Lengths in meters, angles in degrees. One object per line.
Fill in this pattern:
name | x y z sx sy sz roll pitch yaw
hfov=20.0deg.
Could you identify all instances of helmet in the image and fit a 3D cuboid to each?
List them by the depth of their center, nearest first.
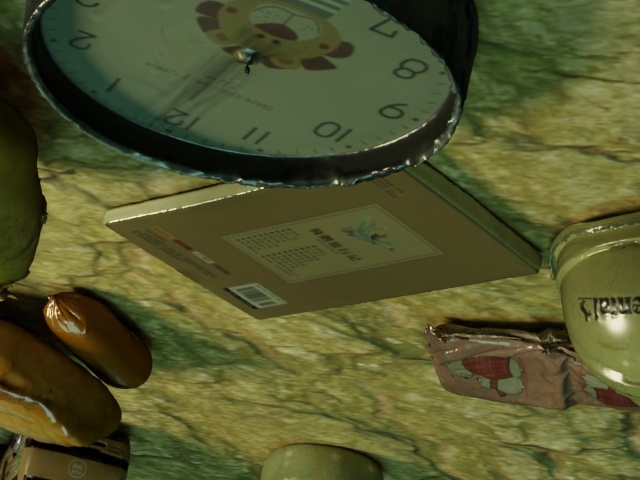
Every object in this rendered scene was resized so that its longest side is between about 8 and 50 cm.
helmet | 0.296 0.067 1.432 0.257 0.137 0.204 -17 145 43

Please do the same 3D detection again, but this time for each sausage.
sausage | -0.213 0.101 1.775 0.062 0.054 0.183 -30 146 2

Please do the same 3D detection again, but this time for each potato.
potato | -0.297 -0.062 1.345 0.173 0.140 0.300 7 152 24

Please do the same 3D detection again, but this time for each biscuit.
biscuit | -0.339 0.131 1.814 0.274 0.091 0.213 9 152 35

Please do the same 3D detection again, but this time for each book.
book | 0.000 0.000 1.525 0.310 0.021 0.217 -11 148 37

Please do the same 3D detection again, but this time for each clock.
clock | -0.050 -0.128 1.217 0.312 0.061 0.312 7 155 3

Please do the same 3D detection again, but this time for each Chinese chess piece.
Chinese chess piece | 0.002 0.283 2.092 0.144 0.059 0.144 6 156 3

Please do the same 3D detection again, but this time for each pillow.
pillow | 0.220 0.116 1.675 0.248 0.049 0.135 4 155 19

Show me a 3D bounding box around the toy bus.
toy bus | -0.326 0.315 2.149 0.139 0.157 0.289 16 155 -17
